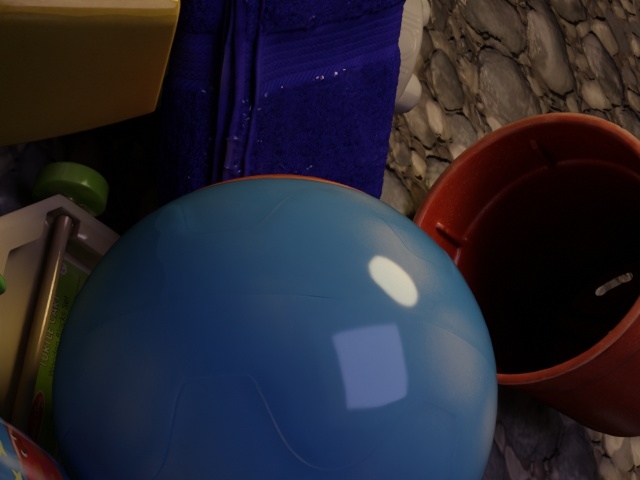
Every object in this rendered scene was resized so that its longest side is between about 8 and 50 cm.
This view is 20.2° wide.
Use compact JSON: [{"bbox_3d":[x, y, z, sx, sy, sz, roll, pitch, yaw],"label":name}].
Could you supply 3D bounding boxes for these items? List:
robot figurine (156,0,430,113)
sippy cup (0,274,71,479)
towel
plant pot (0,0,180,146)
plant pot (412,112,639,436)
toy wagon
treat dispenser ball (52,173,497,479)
[{"bbox_3d":[-0.055,-0.188,1.453,0.353,0.200,0.300,12,79,-50],"label":"robot figurine"},{"bbox_3d":[-0.258,0.167,1.024,0.240,0.305,0.224,44,4,37],"label":"sippy cup"},{"bbox_3d":[-0.014,-0.125,1.312,0.227,0.076,0.308,-16,125,-41],"label":"towel"},{"bbox_3d":[-0.192,-0.185,1.197,0.187,0.212,0.212,4,66,-11],"label":"plant pot"},{"bbox_3d":[0.260,0.055,1.741,0.265,0.272,0.272,37,47,-50],"label":"plant pot"},{"bbox_3d":[-0.190,0.076,1.271,0.344,0.068,0.267,37,48,-38],"label":"toy wagon"},{"bbox_3d":[-0.029,0.101,1.166,0.288,0.288,0.288,27,55,-45],"label":"treat dispenser ball"}]
